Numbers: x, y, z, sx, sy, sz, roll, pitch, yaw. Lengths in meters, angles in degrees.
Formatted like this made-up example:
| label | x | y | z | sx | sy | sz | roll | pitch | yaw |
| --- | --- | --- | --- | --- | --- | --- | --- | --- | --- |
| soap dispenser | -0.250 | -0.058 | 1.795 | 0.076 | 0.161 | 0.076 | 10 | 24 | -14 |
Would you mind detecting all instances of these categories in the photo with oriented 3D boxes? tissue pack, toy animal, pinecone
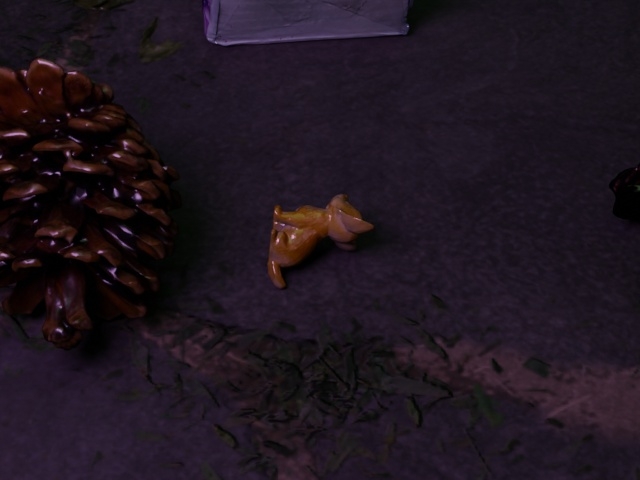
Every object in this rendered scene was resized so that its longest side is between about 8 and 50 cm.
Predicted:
| label | x | y | z | sx | sy | sz | roll | pitch | yaw |
| --- | --- | --- | --- | --- | --- | --- | --- | --- | --- |
| tissue pack | -0.024 | -0.333 | 1.562 | 0.198 | 0.146 | 0.263 | -4 | 59 | -7 |
| toy animal | 0.000 | 0.000 | 1.319 | 0.083 | 0.060 | 0.081 | 5 | 68 | -2 |
| pinecone | -0.194 | -0.023 | 1.247 | 0.185 | 0.168 | 0.212 | 27 | 35 | -39 |

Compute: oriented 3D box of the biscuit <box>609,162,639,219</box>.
| label | x | y | z | sx | sy | sz | roll | pitch | yaw |
| --- | --- | --- | --- | --- | --- | --- | --- | --- | --- |
| biscuit | 0.349 | -0.085 | 1.333 | 0.151 | 0.235 | 0.063 | -24 | 92 | -39 |
